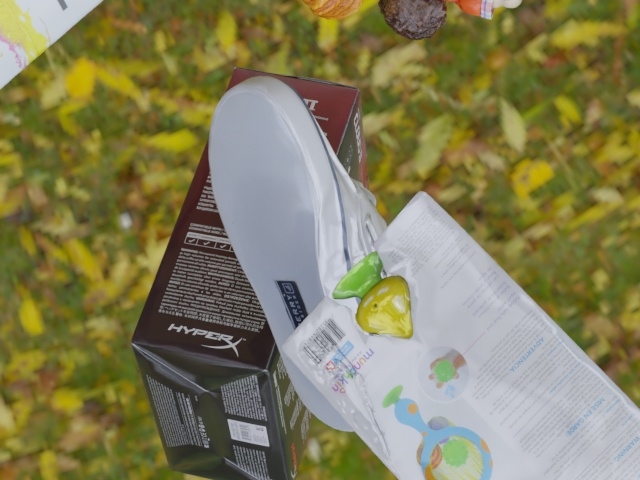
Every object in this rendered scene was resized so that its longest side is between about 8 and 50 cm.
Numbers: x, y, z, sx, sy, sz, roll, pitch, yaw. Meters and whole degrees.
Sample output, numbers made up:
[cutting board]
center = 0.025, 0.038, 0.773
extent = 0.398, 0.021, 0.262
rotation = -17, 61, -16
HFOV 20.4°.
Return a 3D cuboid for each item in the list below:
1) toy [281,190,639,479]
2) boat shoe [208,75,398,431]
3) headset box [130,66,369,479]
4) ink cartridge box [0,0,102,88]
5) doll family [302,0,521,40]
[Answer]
[toy]
center = 0.103, 0.099, 1.063
extent = 0.137, 0.237, 0.056
rotation = -48, 167, 17
[boat shoe]
center = 0.000, 0.000, 1.174
extent = 0.084, 0.095, 0.258
rotation = -41, 129, -40
[headset box]
center = -0.042, 0.022, 1.425
extent = 0.110, 0.293, 0.218
rotation = 11, 149, 11
[ink cartridge box]
center = -0.139, -0.098, 0.534
extent = 0.175, 0.072, 0.127
rotation = -43, 146, -11
[doll family]
center = 0.007, -0.221, 0.999
extent = 0.163, 0.263, 0.118
rotation = -47, 165, 13
